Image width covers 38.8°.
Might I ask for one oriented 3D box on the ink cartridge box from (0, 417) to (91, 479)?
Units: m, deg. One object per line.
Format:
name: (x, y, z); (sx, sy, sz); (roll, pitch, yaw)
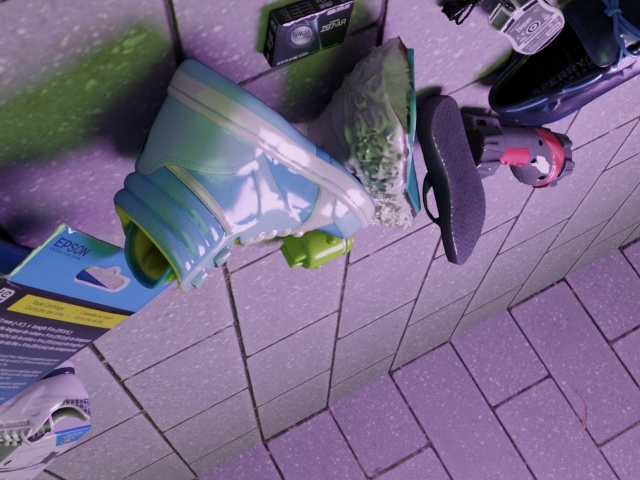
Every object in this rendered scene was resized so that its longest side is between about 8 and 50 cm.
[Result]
ink cartridge box: (-0.472, 0.314, 1.415); (0.190, 0.082, 0.139); (-42, 158, 28)

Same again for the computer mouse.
computer mouse: (0.217, -0.264, 1.035); (0.106, 0.042, 0.193); (-43, 153, 20)

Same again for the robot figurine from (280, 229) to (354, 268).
robot figurine: (0.000, 0.000, 1.341); (0.115, 0.067, 0.101); (-22, 160, -24)

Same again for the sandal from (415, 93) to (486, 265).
sandal: (0.172, -0.084, 1.239); (0.097, 0.054, 0.254); (-42, 129, -37)

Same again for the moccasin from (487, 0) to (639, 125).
moccasin: (0.354, -0.247, 1.138); (0.117, 0.138, 0.342); (-5, 148, -44)

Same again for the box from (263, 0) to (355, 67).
box: (-0.011, -0.204, 0.872); (0.083, 0.018, 0.067); (-23, 161, -20)

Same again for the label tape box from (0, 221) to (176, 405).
label tape box: (-0.349, 0.072, 0.933); (0.347, 0.115, 0.249); (-36, 161, 7)

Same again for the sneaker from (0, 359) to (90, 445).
sneaker: (-0.442, 0.248, 1.272); (0.235, 0.095, 0.090); (-21, 161, -23)

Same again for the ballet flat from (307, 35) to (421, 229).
ballet flat: (0.053, -0.098, 1.086); (0.147, 0.147, 0.409); (-29, 161, -3)

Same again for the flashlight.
flashlight: (0.288, -0.128, 1.399); (0.103, 0.103, 0.304); (-39, 161, 34)

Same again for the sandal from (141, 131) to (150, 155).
sandal: (-0.133, -0.079, 0.965); (0.067, 0.040, 0.179); (-43, 151, 11)

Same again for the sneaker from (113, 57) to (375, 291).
sneaker: (-0.083, -0.025, 0.919); (0.208, 0.127, 0.319); (-56, 140, 0)
